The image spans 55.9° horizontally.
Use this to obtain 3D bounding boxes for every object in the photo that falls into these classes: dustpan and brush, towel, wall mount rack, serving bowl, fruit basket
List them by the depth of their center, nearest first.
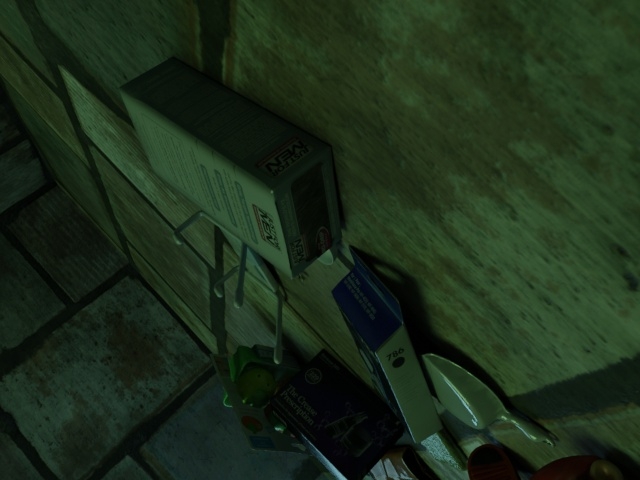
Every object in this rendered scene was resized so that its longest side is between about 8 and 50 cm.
[{"bbox_3d":[0.250,0.251,0.912,0.211,0.060,0.147,40,161,38],"label":"dustpan and brush"},{"bbox_3d":[0.000,0.000,0.990,0.083,0.027,0.083,40,156,22],"label":"serving bowl"},{"bbox_3d":[0.231,0.398,1.218,0.148,0.027,0.110,55,157,-13],"label":"towel"},{"bbox_3d":[-0.167,0.085,1.284,0.304,0.130,0.350,34,160,42],"label":"wall mount rack"},{"bbox_3d":[-0.101,0.423,1.587,0.327,0.165,0.353,20,-168,-35],"label":"fruit basket"}]

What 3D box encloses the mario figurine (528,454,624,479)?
[{"bbox_3d":[0.366,0.362,0.678,0.170,0.198,0.320,31,167,-38],"label":"mario figurine"}]

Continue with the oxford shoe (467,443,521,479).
[{"bbox_3d":[0.317,0.465,0.959,0.098,0.097,0.271,46,-153,-37],"label":"oxford shoe"}]

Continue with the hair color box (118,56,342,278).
[{"bbox_3d":[-0.142,-0.122,0.935,0.374,0.113,0.185,35,152,32],"label":"hair color box"}]

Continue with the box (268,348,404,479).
[{"bbox_3d":[0.037,0.410,1.398,0.261,0.184,0.103,38,153,25],"label":"box"}]

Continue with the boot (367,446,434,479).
[{"bbox_3d":[0.241,0.629,1.553,0.264,0.096,0.280,56,151,1],"label":"boot"}]

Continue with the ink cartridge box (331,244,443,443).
[{"bbox_3d":[0.103,0.177,0.988,0.165,0.065,0.332,51,167,52],"label":"ink cartridge box"}]

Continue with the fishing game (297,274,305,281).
[{"bbox_3d":[-0.121,-0.029,1.161,0.189,0.041,0.264,27,150,49],"label":"fishing game"}]
